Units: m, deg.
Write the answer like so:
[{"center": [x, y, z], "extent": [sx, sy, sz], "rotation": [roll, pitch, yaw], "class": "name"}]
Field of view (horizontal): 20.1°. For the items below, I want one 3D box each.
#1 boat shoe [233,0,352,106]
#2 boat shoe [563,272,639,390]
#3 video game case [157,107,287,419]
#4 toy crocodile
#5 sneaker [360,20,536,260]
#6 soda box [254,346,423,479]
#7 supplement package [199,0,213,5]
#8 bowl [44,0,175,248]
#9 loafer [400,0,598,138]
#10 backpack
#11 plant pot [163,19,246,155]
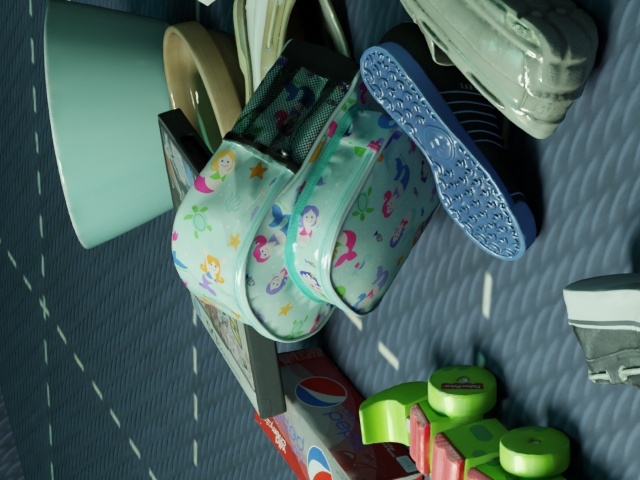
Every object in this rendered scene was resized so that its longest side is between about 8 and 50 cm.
[{"center": [-0.015, -0.135, 1.879], "extent": [0.103, 0.113, 0.302], "rotation": [-15, 91, 62], "class": "boat shoe"}, {"center": [0.274, 0.080, 1.341], "extent": [0.301, 0.108, 0.102], "rotation": [178, 80, -69], "class": "boat shoe"}, {"center": [-0.112, 0.025, 2.022], "extent": [0.248, 0.035, 0.275], "rotation": [-127, 24, -53], "class": "video game case"}, {"center": [0.151, 0.213, 1.686], "extent": [0.340, 0.105, 0.115], "rotation": [39, 136, 55], "class": "toy crocodile"}, {"center": [0.134, -0.096, 1.615], "extent": [0.232, 0.090, 0.081], "rotation": [56, 145, -5], "class": "sneaker"}, {"center": [0.016, 0.228, 2.027], "extent": [0.263, 0.083, 0.092], "rotation": [-131, 37, -49], "class": "soda box"}, {"center": [-0.159, -0.396, 1.809], "extent": [0.175, 0.293, 0.177], "rotation": [-35, 62, 19], "class": "supplement package"}, {"center": [-0.231, -0.154, 2.229], "extent": [0.311, 0.163, 0.311], "rotation": [-8, -90, -89], "class": "bowl"}, {"center": [0.116, -0.204, 1.550], "extent": [0.319, 0.112, 0.111], "rotation": [52, 138, 44], "class": "loafer"}, {"center": [-0.015, -0.030, 1.712], "extent": [0.191, 0.253, 0.225], "rotation": [32, 168, 29], "class": "backpack"}, {"center": [-0.087, -0.139, 2.024], "extent": [0.237, 0.110, 0.237], "rotation": [162, 90, -75], "class": "plant pot"}]
